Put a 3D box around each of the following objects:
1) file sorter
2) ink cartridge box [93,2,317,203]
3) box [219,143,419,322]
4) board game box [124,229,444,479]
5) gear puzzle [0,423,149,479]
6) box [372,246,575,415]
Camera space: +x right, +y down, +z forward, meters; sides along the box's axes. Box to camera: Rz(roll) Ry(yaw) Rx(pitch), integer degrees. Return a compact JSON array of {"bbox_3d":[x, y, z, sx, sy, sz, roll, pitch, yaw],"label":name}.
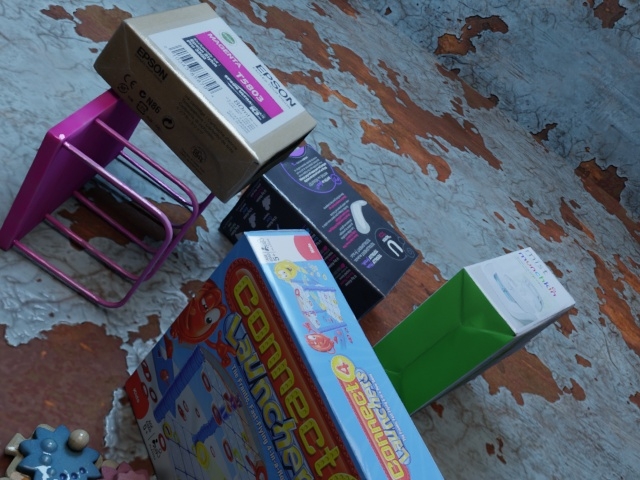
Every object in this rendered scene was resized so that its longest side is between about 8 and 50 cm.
[{"bbox_3d":[-0.242,-0.080,0.892,0.182,0.202,0.290,38,35,-9],"label":"file sorter"},{"bbox_3d":[-0.139,-0.186,0.861,0.234,0.088,0.193,46,34,-4],"label":"ink cartridge box"},{"bbox_3d":[0.000,0.000,1.087,0.270,0.143,0.165,45,37,4],"label":"box"},{"bbox_3d":[-0.059,0.199,0.679,0.086,0.302,0.308,-2,53,-45],"label":"board game box"},{"bbox_3d":[-0.244,0.289,0.563,0.176,0.044,0.339,34,22,-9],"label":"gear puzzle"},{"bbox_3d":[0.234,0.148,1.052,0.231,0.262,0.126,-12,61,-48],"label":"box"}]
